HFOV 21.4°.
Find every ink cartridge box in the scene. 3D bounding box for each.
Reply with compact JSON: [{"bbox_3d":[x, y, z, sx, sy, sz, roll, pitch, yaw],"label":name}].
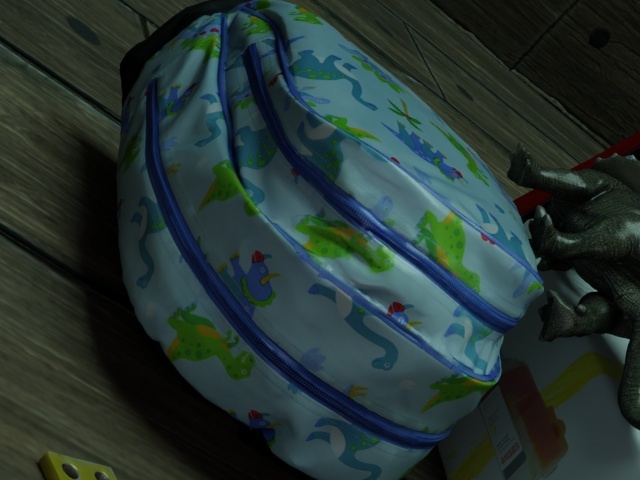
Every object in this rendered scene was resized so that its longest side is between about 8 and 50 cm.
[{"bbox_3d":[0.240,0.192,1.253,0.279,0.160,0.385,36,18,-22],"label":"ink cartridge box"}]

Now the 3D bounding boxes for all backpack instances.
[{"bbox_3d":[0.000,0.000,1.079,0.290,0.273,0.355,44,30,-17],"label":"backpack"}]

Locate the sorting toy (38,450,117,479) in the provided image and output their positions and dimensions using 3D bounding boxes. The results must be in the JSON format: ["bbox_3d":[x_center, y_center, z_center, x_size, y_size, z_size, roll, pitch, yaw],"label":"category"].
[{"bbox_3d":[-0.020,0.183,0.868,0.274,0.046,0.132,35,18,-26],"label":"sorting toy"}]

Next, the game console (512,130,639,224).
[{"bbox_3d":[0.312,0.065,1.454,0.386,0.342,0.060,34,47,-28],"label":"game console"}]

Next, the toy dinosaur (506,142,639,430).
[{"bbox_3d":[0.210,0.013,1.166,0.160,0.121,0.313,4,24,-18],"label":"toy dinosaur"}]
